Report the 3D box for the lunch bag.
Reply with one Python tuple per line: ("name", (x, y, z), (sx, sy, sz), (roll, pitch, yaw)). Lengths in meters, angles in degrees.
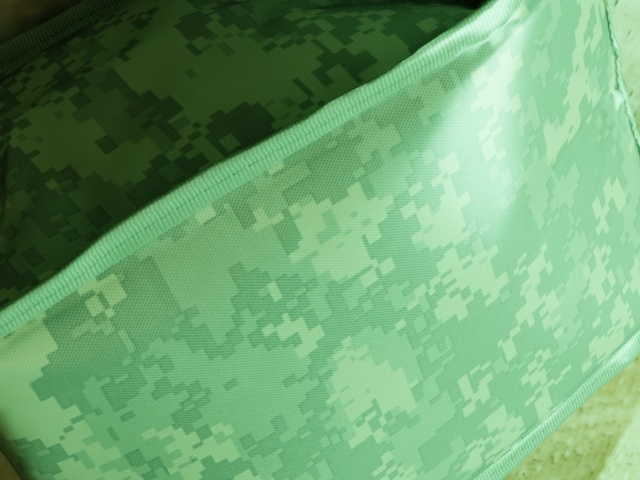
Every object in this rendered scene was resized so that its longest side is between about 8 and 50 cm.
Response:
("lunch bag", (0.000, 0.000, 0.621), (0.287, 0.169, 0.235), (-31, 132, -7))
